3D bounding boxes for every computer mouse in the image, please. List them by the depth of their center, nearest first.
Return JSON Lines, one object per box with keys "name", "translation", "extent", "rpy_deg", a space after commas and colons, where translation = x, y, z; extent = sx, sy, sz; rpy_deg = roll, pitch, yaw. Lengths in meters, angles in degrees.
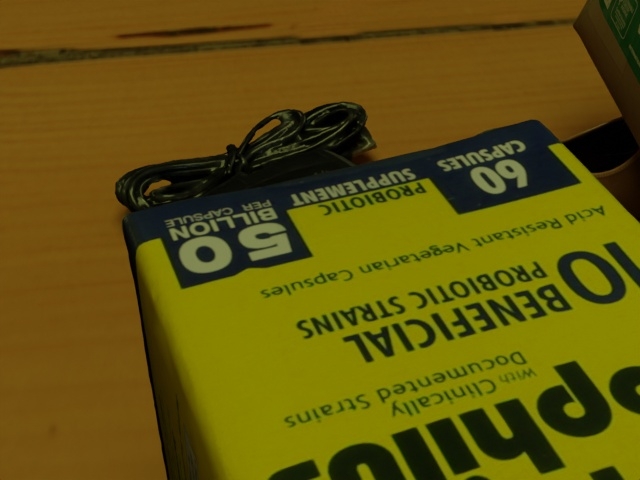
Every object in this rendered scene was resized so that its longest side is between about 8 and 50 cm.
{"name": "computer mouse", "translation": [0.000, 0.000, 0.694], "extent": [0.188, 0.072, 0.272], "rpy_deg": [-20, 30, -19]}

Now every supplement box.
{"name": "supplement box", "translation": [0.070, 0.140, 0.404], "extent": [0.194, 0.195, 0.356], "rpy_deg": [-14, 40, -15]}

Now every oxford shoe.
{"name": "oxford shoe", "translation": [0.229, -0.052, 0.738], "extent": [0.212, 0.076, 0.076], "rpy_deg": [-16, 39, -19]}

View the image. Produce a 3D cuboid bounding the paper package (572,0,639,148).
{"name": "paper package", "translation": [0.342, -0.090, 0.646], "extent": [0.309, 0.168, 0.325], "rpy_deg": [11, 37, -13]}
